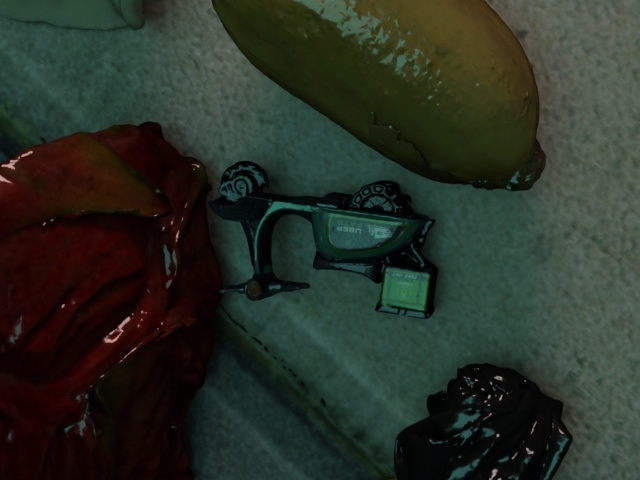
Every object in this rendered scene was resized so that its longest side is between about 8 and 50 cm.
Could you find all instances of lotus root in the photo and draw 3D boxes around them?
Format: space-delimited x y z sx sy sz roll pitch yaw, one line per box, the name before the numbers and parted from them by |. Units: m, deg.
lotus root | 0.031 -0.143 0.925 0.303 0.146 0.131 35 89 1

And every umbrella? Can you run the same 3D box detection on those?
umbrella | 0.097 0.251 0.980 0.118 0.118 0.340 12 108 16

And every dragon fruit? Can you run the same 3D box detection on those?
dragon fruit | -0.186 0.080 1.035 0.302 0.240 0.330 -29 109 -9

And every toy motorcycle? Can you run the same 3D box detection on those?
toy motorcycle | 0.000 0.000 0.994 0.173 0.058 0.100 8 96 10

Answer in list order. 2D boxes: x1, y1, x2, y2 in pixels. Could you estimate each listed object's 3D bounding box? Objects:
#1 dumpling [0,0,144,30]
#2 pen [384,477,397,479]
dumpling | -0.228 -0.283 1.015 0.318 0.187 0.243 31 139 12
pen | -0.029 0.213 1.046 0.233 0.032 0.040 -20 65 17
